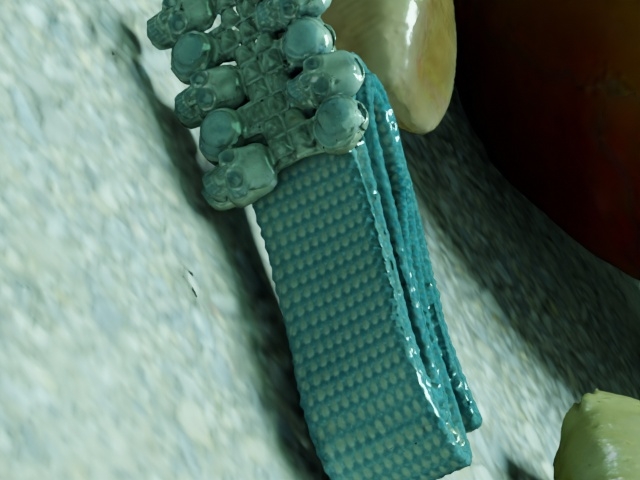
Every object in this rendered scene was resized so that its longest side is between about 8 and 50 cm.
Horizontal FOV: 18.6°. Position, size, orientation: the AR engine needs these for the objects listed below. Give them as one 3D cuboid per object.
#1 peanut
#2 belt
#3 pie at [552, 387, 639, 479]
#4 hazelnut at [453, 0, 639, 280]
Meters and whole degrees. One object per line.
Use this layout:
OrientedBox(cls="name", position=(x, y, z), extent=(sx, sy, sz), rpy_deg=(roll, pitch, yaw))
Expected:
OrientedBox(cls="peanut", position=(0.018, -0.104, 0.803), extent=(0.076, 0.076, 0.152), rpy_deg=(34, 28, -48))
OrientedBox(cls="belt", position=(0.004, -0.002, 0.628), extent=(0.100, 0.065, 0.179), rpy_deg=(51, 17, -46))
OrientedBox(cls="pie", position=(0.132, 0.164, 0.657), extent=(0.129, 0.068, 0.282), rpy_deg=(59, 11, -30))
OrientedBox(cls="hazelnut", position=(0.245, -0.138, 0.938), extent=(0.359, 0.359, 0.409), rpy_deg=(45, 15, -30))
